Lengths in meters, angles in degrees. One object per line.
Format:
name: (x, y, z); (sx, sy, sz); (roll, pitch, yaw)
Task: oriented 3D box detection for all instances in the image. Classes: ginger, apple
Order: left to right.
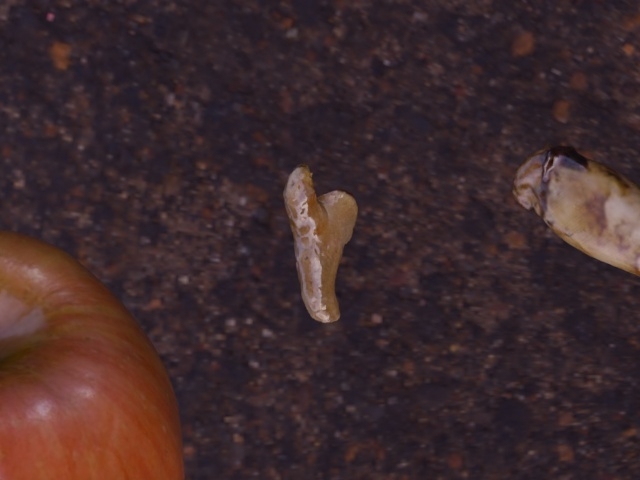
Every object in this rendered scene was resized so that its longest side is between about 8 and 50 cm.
apple: (-0.192, 0.119, 0.644); (0.242, 0.242, 0.241); (46, 127, 27)
ginger: (0.000, -0.001, 0.808); (0.030, 0.048, 0.097); (3, 109, 47)

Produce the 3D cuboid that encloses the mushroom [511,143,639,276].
mushroom: (0.296, -0.022, 0.738); (0.233, 0.208, 0.302); (54, 161, -15)
